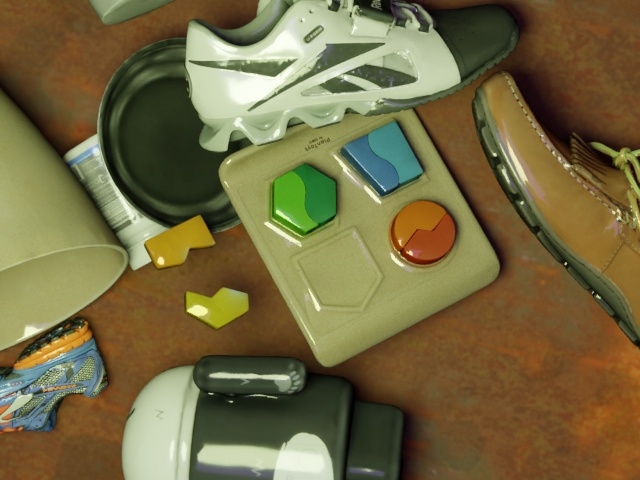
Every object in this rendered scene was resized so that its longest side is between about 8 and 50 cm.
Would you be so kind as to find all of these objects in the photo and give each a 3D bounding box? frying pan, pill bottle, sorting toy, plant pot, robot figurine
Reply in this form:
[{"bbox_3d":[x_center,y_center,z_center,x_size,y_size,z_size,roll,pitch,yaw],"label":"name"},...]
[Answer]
[{"bbox_3d":[-0.074,-0.084,1.663,0.326,0.053,0.197,18,75,-24],"label":"frying pan"},{"bbox_3d":[-0.195,-0.044,1.671,0.078,0.078,0.137,-30,92,8],"label":"pill bottle"},{"bbox_3d":[0.000,0.000,1.607,0.307,0.041,0.229,-27,85,-15],"label":"sorting toy"},{"bbox_3d":[-0.361,-0.049,1.625,0.256,0.256,0.274,-29,75,8],"label":"plant pot"},{"bbox_3d":[-0.057,0.210,1.638,0.278,0.173,0.209,4,92,5],"label":"robot figurine"}]

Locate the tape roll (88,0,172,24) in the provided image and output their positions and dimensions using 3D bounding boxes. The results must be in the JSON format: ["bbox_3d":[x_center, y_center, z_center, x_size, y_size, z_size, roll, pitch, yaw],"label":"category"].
[{"bbox_3d":[-0.130,-0.288,1.568,0.219,0.219,0.072,-30,91,8],"label":"tape roll"}]

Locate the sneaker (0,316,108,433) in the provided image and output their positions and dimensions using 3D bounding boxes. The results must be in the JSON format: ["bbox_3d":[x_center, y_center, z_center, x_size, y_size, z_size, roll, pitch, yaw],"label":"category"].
[{"bbox_3d":[-0.315,0.170,1.706,0.221,0.083,0.087,-31,100,11],"label":"sneaker"}]

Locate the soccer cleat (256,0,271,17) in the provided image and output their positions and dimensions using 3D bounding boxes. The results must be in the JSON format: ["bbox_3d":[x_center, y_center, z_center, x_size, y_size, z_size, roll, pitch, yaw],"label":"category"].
[{"bbox_3d":[0.000,-0.275,1.629,0.068,0.076,0.196,39,98,1],"label":"soccer cleat"}]

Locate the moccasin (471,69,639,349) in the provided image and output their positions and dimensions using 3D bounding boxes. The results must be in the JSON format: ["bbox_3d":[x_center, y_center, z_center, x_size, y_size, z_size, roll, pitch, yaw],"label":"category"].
[{"bbox_3d":[0.291,-0.019,1.594,0.147,0.139,0.380,-42,91,7],"label":"moccasin"}]

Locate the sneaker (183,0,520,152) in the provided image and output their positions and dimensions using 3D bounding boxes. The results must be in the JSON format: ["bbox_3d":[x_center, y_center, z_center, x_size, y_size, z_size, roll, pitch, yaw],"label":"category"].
[{"bbox_3d":[0.029,-0.196,1.576,0.330,0.122,0.146,-16,113,-8],"label":"sneaker"}]
